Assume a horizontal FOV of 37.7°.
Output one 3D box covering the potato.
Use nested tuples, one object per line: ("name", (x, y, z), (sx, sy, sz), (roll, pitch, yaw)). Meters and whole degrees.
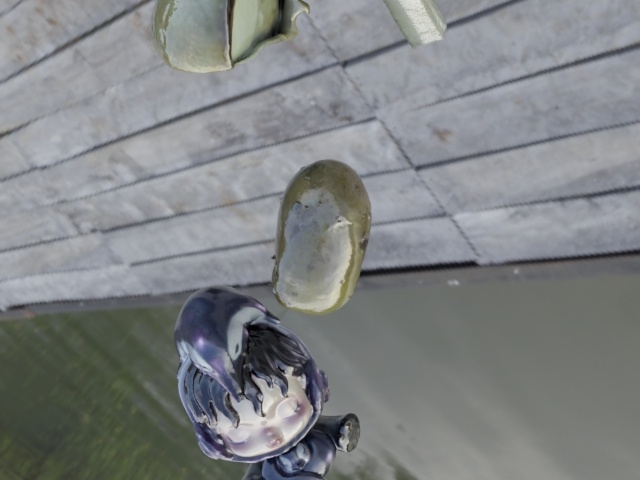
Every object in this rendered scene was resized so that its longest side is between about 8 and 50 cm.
("potato", (0.000, 0.000, 1.480), (0.165, 0.165, 0.262), (20, 120, 22))

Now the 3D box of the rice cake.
("rice cake", (0.097, -0.323, 1.168), (0.057, 0.052, 0.256), (-20, 150, 18))

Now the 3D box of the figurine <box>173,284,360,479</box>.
("figurine", (-0.061, 0.141, 0.914), (0.145, 0.145, 0.222), (2, 131, 42))

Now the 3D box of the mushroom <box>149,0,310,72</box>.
("mushroom", (-0.149, -0.381, 1.389), (0.212, 0.292, 0.217), (5, 112, 29))
